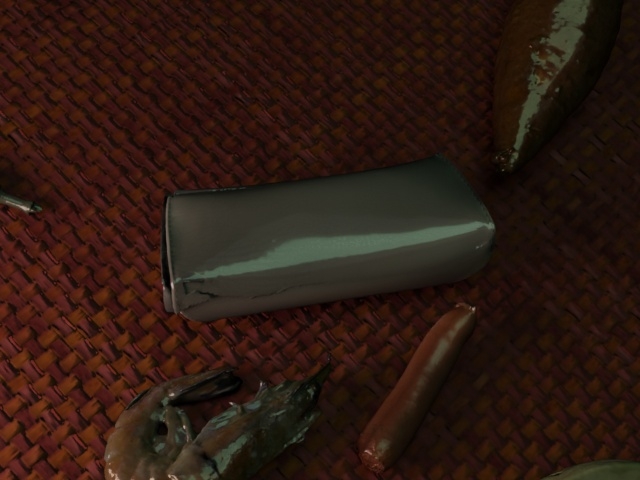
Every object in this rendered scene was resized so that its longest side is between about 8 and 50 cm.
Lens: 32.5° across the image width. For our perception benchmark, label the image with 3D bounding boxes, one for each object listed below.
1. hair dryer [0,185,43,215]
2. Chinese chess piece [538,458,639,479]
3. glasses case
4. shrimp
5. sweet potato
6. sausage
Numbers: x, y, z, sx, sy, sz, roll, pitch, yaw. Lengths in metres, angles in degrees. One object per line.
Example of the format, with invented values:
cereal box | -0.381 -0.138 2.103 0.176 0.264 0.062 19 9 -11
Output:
hair dryer | -0.357 -0.057 1.029 0.198 0.057 0.100 20 63 -4
Chinese chess piece | 0.246 0.304 0.889 0.250 0.101 0.250 3 64 -6
glasses case | -0.001 -0.002 1.029 0.308 0.083 0.128 -8 58 -12
shrimp | -0.088 0.154 0.958 0.223 0.047 0.126 -32 61 -20
sweet potato | 0.247 -0.208 1.142 0.131 0.131 0.336 19 62 2
sausage | 0.088 0.131 0.989 0.040 0.047 0.176 27 64 20
